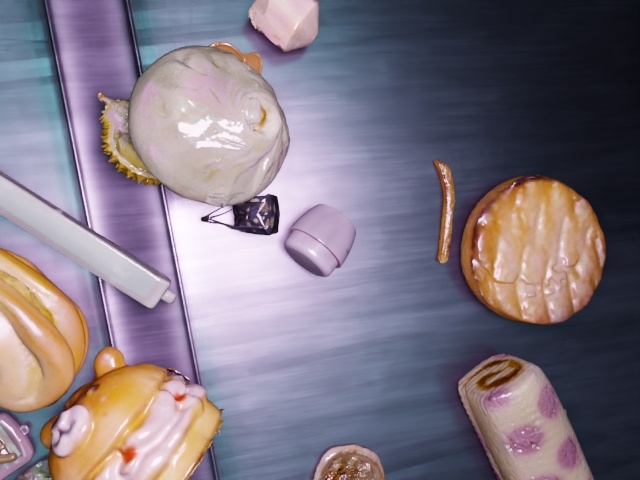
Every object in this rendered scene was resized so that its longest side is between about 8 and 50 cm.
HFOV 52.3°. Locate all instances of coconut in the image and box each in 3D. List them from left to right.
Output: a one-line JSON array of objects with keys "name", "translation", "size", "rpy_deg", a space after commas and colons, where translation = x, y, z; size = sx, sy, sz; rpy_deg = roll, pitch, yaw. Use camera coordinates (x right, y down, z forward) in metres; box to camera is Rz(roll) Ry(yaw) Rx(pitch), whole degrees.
[{"name": "coconut", "translation": [-0.057, -0.401, 1.171], "size": [0.122, 0.116, 0.116], "rpy_deg": [40, 82, -7]}]

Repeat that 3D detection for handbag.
[{"name": "handbag", "translation": [-0.145, -0.040, 1.167], "size": [0.139, 0.115, 0.072], "rpy_deg": [-6, 92, 4]}]

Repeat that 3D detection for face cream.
[{"name": "face cream", "translation": [0.000, 0.000, 1.187], "size": [0.117, 0.117, 0.104], "rpy_deg": [40, 73, -11]}]

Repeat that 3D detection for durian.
[{"name": "durian", "translation": [-0.312, -0.170, 1.114], "size": [0.208, 0.102, 0.146], "rpy_deg": [44, 53, -7]}]

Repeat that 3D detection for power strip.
[{"name": "power strip", "translation": [-0.411, 0.000, 1.101], "size": [0.385, 0.091, 0.062], "rpy_deg": [35, 84, -12]}]

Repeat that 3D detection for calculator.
[{"name": "calculator", "translation": [-0.569, 0.366, 1.096], "size": [0.175, 0.032, 0.100], "rpy_deg": [-34, 96, -11]}]

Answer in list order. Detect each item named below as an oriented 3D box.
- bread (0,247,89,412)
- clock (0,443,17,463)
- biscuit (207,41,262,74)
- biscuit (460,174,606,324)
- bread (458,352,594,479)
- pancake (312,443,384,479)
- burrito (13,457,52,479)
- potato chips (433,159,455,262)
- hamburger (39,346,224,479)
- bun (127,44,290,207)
[{"name": "bread", "translation": [-0.500, 0.118, 1.002], "size": [0.315, 0.270, 0.211], "rpy_deg": [33, 69, -6]}, {"name": "clock", "translation": [-0.645, 0.317, 1.022], "size": [0.307, 0.096, 0.235], "rpy_deg": [31, 82, -1]}, {"name": "biscuit", "translation": [-0.155, -0.304, 1.194], "size": [0.118, 0.023, 0.140], "rpy_deg": [-41, 99, -9]}, {"name": "biscuit", "translation": [0.418, 0.020, 1.296], "size": [0.296, 0.102, 0.297], "rpy_deg": [0, 89, -10]}, {"name": "bread", "translation": [0.406, 0.396, 1.254], "size": [0.155, 0.187, 0.339], "rpy_deg": [-27, 95, -10]}, {"name": "pancake", "translation": [0.054, 0.467, 1.250], "size": [0.151, 0.025, 0.152], "rpy_deg": [0, 91, -15]}, {"name": "burrito", "translation": [-0.429, 0.479, 1.098], "size": [0.229, 0.144, 0.089], "rpy_deg": [49, 125, -3]}, {"name": "potato chips", "translation": [0.246, -0.058, 1.292], "size": [0.037, 0.026, 0.204], "rpy_deg": [-2, 92, -10]}, {"name": "hamburger", "translation": [-0.312, 0.313, 1.044], "size": [0.236, 0.276, 0.276], "rpy_deg": [39, 82, -5]}, {"name": "bun", "translation": [-0.160, -0.200, 1.054], "size": [0.283, 0.179, 0.284], "rpy_deg": [17, 60, -32]}]
